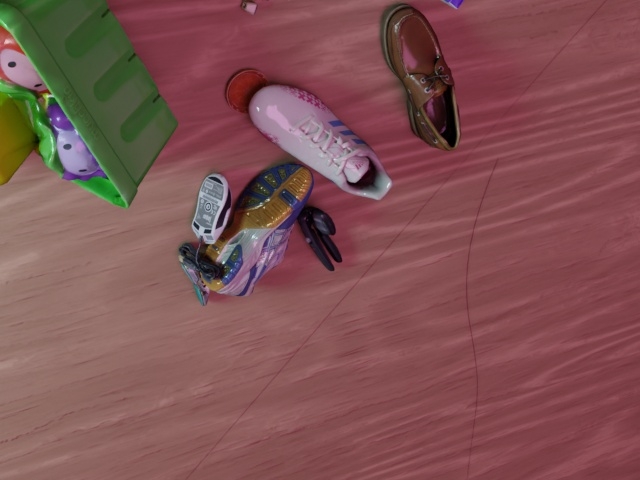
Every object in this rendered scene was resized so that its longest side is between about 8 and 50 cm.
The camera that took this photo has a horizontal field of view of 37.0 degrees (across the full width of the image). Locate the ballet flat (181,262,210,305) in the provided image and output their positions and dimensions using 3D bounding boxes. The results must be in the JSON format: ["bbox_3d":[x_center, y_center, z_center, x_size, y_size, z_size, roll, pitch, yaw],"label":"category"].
[{"bbox_3d":[-0.233,0.080,1.863,0.041,0.041,0.114,-29,127,-11],"label":"ballet flat"}]

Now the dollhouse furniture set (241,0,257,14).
[{"bbox_3d":[-0.064,-0.409,1.619,0.081,0.114,0.091,8,112,-37],"label":"dollhouse furniture set"}]

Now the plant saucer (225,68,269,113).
[{"bbox_3d":[-0.132,-0.269,1.727,0.084,0.013,0.083,-14,125,-21],"label":"plant saucer"}]

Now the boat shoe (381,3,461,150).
[{"bbox_3d":[0.210,-0.309,1.834,0.111,0.104,0.307,-33,129,-8],"label":"boat shoe"}]

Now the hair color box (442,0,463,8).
[{"bbox_3d":[0.109,-0.536,1.589,0.339,0.185,0.110,30,102,-38],"label":"hair color box"}]

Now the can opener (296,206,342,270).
[{"bbox_3d":[0.000,0.000,1.936,0.059,0.073,0.186,-37,139,-15],"label":"can opener"}]

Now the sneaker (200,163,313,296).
[{"bbox_3d":[-0.108,-0.019,1.851,0.296,0.112,0.131,-49,146,8],"label":"sneaker"}]

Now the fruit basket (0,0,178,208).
[{"bbox_3d":[-0.459,-0.193,1.452,0.392,0.283,0.391,-18,118,-38],"label":"fruit basket"}]

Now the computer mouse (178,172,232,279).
[{"bbox_3d":[-0.203,-0.031,1.789,0.042,0.106,0.192,4,109,-52],"label":"computer mouse"}]

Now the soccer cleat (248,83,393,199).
[{"bbox_3d":[0.014,-0.180,1.773,0.331,0.143,0.116,30,99,-40],"label":"soccer cleat"}]
